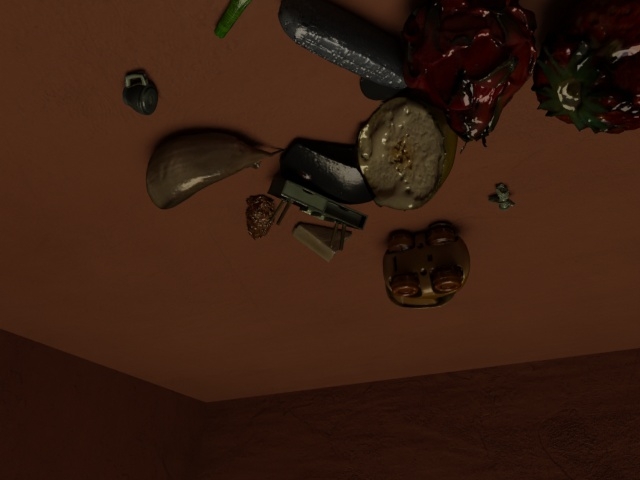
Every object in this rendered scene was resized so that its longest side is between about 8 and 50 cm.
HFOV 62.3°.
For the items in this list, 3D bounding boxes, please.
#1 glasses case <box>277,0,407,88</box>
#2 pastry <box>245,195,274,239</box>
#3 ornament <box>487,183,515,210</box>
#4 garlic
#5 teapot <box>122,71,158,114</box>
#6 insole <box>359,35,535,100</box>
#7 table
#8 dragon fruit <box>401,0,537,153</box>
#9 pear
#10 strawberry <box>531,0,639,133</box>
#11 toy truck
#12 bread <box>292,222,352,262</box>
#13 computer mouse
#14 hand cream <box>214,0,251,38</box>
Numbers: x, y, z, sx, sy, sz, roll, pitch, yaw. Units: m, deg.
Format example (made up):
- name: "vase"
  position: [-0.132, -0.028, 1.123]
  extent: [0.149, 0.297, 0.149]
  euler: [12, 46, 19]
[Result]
- name: "glasses case"
  position: [0.053, -0.359, 0.956]
  extent: [0.282, 0.109, 0.067]
  euler: [17, 143, -28]
- name: "pastry"
  position: [-0.174, -0.059, 1.516]
  extent: [0.087, 0.063, 0.169]
  euler: [6, 150, -5]
- name: "ornament"
  position: [0.497, -0.112, 1.447]
  extent: [0.068, 0.041, 0.092]
  euler: [22, 162, 6]
- name: "garlic"
  position: [-0.279, -0.184, 1.270]
  extent: [0.338, 0.151, 0.196]
  euler: [-22, 171, 21]
- name: "teapot"
  position: [-0.379, -0.307, 1.102]
  extent: [0.057, 0.066, 0.088]
  euler: [13, 129, 12]
- name: "insole"
  position: [0.248, -0.353, 1.067]
  extent: [0.348, 0.009, 0.119]
  euler: [-12, 146, 19]
- name: "table"
  position: [-0.020, -0.062, 1.365]
  extent: [0.240, 0.111, 0.121]
  euler: [22, 178, -22]
- name: "dragon fruit"
  position: [0.251, -0.299, 0.916]
  extent: [0.234, 0.293, 0.234]
  euler: [7, -168, -1]
- name: "pear"
  position: [0.224, -0.192, 1.190]
  extent: [0.178, 0.267, 0.267]
  euler: [-11, 161, -37]
- name: "strawberry"
  position: [0.534, -0.320, 0.917]
  extent: [0.288, 0.250, 0.238]
  euler: [-39, 176, -6]
- name: "toy truck"
  position: [0.317, 0.088, 1.629]
  extent: [0.288, 0.204, 0.211]
  euler: [-11, 151, 18]
- name: "bread"
  position: [0.004, -0.018, 1.628]
  extent: [0.152, 0.105, 0.077]
  euler: [38, 143, -1]
- name: "computer mouse"
  position: [0.040, -0.156, 1.324]
  extent: [0.295, 0.087, 0.168]
  euler: [9, 152, -11]
- name: "hand cream"
  position: [-0.154, -0.412, 0.948]
  extent: [0.036, 0.023, 0.122]
  euler: [30, 138, -23]
